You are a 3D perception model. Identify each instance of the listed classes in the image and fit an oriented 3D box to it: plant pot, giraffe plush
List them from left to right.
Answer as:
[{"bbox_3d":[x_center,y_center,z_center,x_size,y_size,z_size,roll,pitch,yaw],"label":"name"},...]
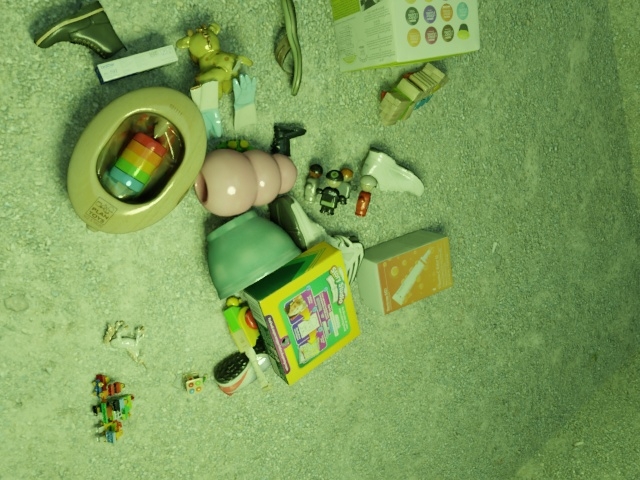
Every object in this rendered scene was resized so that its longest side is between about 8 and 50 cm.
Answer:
[{"bbox_3d":[-0.322,-0.523,1.382,0.170,0.210,0.181,53,43,-2],"label":"giraffe plush"},{"bbox_3d":[-0.233,0.028,1.493,0.293,0.293,0.196,-31,93,-20],"label":"plant pot"}]

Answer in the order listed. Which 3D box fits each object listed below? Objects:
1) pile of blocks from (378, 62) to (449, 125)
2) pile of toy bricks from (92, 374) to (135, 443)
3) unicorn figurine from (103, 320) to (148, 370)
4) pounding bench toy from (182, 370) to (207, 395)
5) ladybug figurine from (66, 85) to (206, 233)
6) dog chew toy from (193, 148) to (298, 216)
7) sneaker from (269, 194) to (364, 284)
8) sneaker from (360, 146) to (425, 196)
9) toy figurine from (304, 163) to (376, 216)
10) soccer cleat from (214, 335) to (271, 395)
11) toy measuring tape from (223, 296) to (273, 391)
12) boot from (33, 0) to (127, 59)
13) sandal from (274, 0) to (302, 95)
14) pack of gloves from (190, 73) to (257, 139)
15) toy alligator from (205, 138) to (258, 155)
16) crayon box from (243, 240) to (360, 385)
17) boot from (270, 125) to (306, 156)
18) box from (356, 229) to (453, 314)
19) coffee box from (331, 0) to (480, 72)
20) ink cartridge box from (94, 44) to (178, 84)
[{"bbox_3d":[0.323,-0.547,1.774,0.362,0.149,0.112,-36,73,-28],"label":"pile of blocks"},{"bbox_3d":[-0.623,0.512,1.476,0.105,0.118,0.212,-10,98,-60],"label":"pile of toy bricks"},{"bbox_3d":[-0.586,0.316,1.475,0.162,0.060,0.111,23,89,-15],"label":"unicorn figurine"},{"bbox_3d":[-0.409,0.473,1.595,0.084,0.065,0.052,-10,105,-27],"label":"pounding bench toy"},{"bbox_3d":[-0.508,-0.218,1.329,0.305,0.162,0.449,40,84,-25],"label":"ladybug figurine"},{"bbox_3d":[-0.218,-0.193,1.490,0.332,0.207,0.206,-17,108,-34],"label":"dog chew toy"},{"bbox_3d":[-0.001,0.000,1.692,0.258,0.169,0.447,-38,120,-30],"label":"sneaker"},{"bbox_3d":[0.271,-0.237,1.813,0.297,0.111,0.129,27,103,-27],"label":"sneaker"},{"bbox_3d":[0.062,-0.180,1.631,0.213,0.209,0.148,1,111,-29],"label":"toy figurine"},{"bbox_3d":[-0.220,0.420,1.681,0.318,0.109,0.116,-32,138,-24],"label":"soccer cleat"},{"bbox_3d":[-0.221,0.335,1.605,0.122,0.121,0.329,-25,82,-22],"label":"toy measuring tape"},{"bbox_3d":[-0.626,-0.521,1.261,0.198,0.077,0.137,-39,121,-15],"label":"boot"},{"bbox_3d":[-0.107,-0.613,1.518,0.087,0.120,0.302,-8,104,1],"label":"sandal"},{"bbox_3d":[-0.270,-0.381,1.415,0.195,0.232,0.046,-24,69,-17],"label":"pack of gloves"},{"bbox_3d":[-0.291,-0.294,1.507,0.190,0.056,0.051,-9,63,-26],"label":"toy alligator"},{"bbox_3d":[-0.044,0.232,1.537,0.313,0.106,0.362,-32,125,-26],"label":"crayon box"},{"bbox_3d":[-0.107,-0.330,1.601,0.121,0.045,0.099,0,98,-22],"label":"boot"},{"bbox_3d":[0.325,0.115,1.864,0.346,0.168,0.214,-19,109,-24],"label":"box"},{"bbox_3d":[0.264,-0.743,1.547,0.338,0.338,0.333,-17,109,-25],"label":"coffee box"},{"bbox_3d":[-0.506,-0.484,1.317,0.207,0.097,0.046,-26,112,-22],"label":"ink cartridge box"}]
